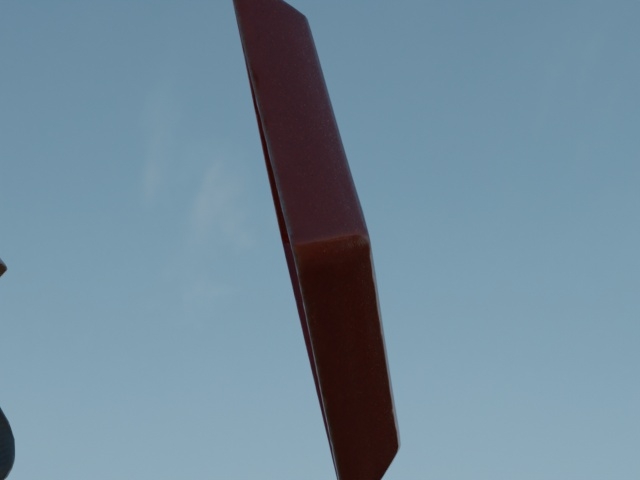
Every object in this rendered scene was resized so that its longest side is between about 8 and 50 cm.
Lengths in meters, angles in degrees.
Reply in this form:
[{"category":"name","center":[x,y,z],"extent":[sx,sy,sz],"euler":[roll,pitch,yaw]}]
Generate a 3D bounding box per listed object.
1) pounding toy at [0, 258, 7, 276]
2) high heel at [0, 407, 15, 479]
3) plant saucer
[{"category":"pounding toy","center":[-0.268,-0.008,0.908],"extent":[0.094,0.181,0.206],"euler":[-45,-29,0]},{"category":"high heel","center":[-0.204,0.011,0.465],"extent":[0.186,0.261,0.093],"euler":[-43,-18,31]},{"category":"plant saucer","center":[0.000,0.000,1.064],"extent":[0.048,0.259,0.258],"euler":[-12,-43,-1]}]
